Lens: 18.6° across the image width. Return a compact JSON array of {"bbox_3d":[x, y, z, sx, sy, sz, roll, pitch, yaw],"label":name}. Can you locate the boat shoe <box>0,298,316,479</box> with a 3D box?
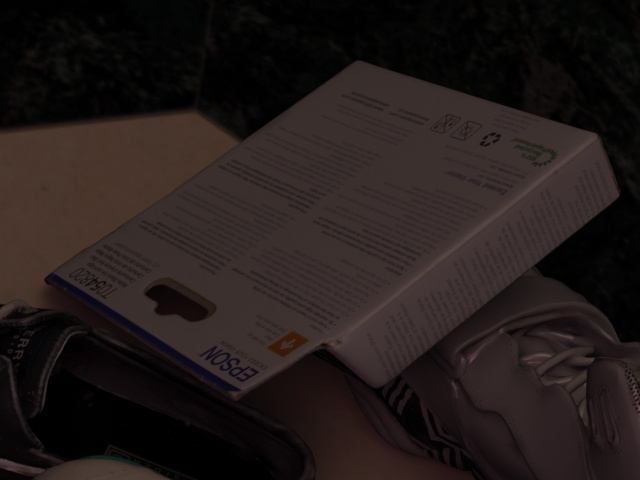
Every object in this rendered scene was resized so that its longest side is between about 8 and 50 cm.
[{"bbox_3d":[-0.147,0.074,0.933,0.301,0.102,0.108,25,49,-1],"label":"boat shoe"}]

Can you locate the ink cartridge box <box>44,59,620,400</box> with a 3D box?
[{"bbox_3d":[0.000,0.000,0.985,0.224,0.045,0.223,-35,29,-18],"label":"ink cartridge box"}]

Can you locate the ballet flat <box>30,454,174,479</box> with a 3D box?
[{"bbox_3d":[0.034,0.222,0.852,0.400,0.139,0.139,23,49,-3],"label":"ballet flat"}]

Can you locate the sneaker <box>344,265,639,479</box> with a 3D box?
[{"bbox_3d":[0.135,0.069,0.974,0.137,0.210,0.365,-13,59,-29],"label":"sneaker"}]
